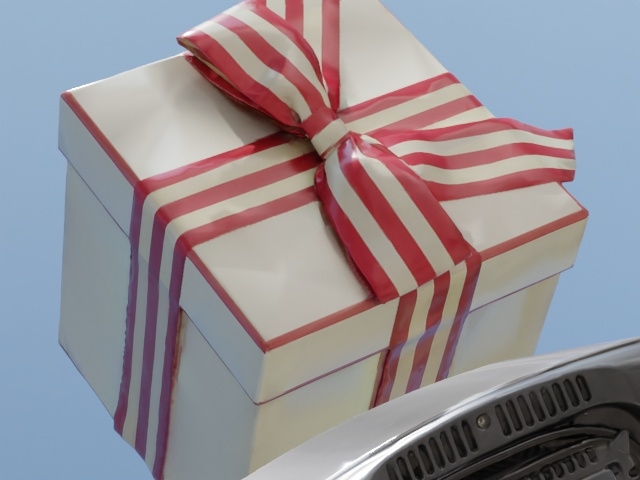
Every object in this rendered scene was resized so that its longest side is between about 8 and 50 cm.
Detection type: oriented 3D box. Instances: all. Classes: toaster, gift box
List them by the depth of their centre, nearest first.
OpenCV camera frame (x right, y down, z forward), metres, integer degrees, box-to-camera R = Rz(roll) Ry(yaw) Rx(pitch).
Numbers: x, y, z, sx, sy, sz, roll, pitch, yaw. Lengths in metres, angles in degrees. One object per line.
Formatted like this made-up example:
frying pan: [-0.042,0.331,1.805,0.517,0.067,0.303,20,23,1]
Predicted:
toaster: [0.047,0.120,0.665,0.227,0.146,0.129,-24,-87,-18]
gift box: [0.000,0.000,1.151,0.276,0.258,0.255,-27,-123,-30]
